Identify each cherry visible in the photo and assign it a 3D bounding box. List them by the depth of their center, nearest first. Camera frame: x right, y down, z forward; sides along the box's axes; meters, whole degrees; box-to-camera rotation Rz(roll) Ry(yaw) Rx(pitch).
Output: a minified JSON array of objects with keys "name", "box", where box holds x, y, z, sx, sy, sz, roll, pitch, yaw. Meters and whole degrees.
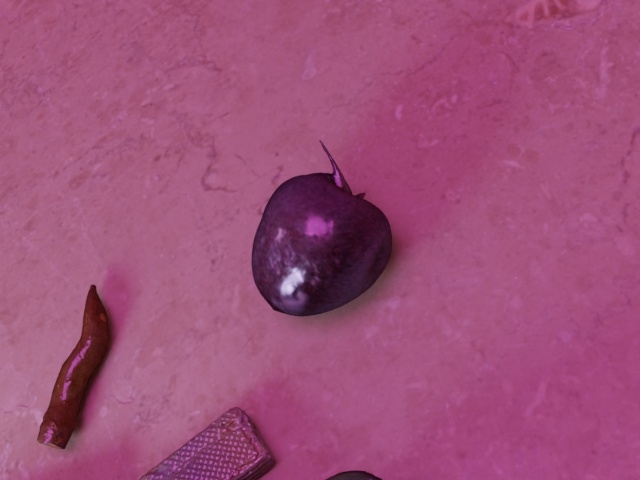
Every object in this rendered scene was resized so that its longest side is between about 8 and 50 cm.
[{"name":"cherry","box":[0.000,0.000,1.890,0.213,0.183,0.266,35,100,38]}]

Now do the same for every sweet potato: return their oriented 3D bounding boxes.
[{"name":"sweet potato","box":[-0.396,0.207,2.026,0.067,0.059,0.281,-12,54,56]}]

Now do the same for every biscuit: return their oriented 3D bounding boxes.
[{"name":"biscuit","box":[-0.189,0.364,1.878,0.239,0.062,0.108,-37,58,2]}]

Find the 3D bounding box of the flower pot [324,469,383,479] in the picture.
[{"name":"flower pot","box":[0.054,0.462,1.652,0.302,0.213,0.302,-8,66,17]}]
